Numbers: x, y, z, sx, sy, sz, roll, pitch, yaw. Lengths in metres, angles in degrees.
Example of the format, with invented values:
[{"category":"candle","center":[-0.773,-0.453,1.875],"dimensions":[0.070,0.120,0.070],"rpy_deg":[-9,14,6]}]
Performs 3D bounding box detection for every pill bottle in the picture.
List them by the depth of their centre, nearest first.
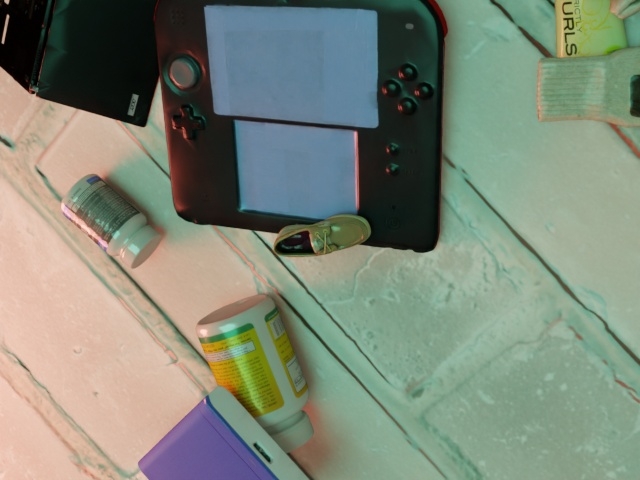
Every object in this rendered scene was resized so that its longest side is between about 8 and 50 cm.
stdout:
[{"category":"pill bottle","center":[-0.085,0.191,1.264],"dimensions":[0.118,0.117,0.208],"rpy_deg":[-18,99,26]},{"category":"pill bottle","center":[-0.302,-0.026,1.307],"dimensions":[0.137,0.078,0.078],"rpy_deg":[40,116,7]}]

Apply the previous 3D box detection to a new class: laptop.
[{"category":"laptop","center":[-0.343,-0.322,1.272],"dimensions":[0.264,0.137,0.234],"rpy_deg":[38,118,36]}]

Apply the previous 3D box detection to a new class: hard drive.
[{"category":"hard drive","center":[-0.141,0.348,1.305],"dimensions":[0.210,0.040,0.318],"rpy_deg":[47,141,3]}]

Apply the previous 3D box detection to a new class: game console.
[{"category":"game console","center":[-0.030,-0.161,1.158],"dimensions":[0.387,0.060,0.341],"rpy_deg":[8,112,20]}]

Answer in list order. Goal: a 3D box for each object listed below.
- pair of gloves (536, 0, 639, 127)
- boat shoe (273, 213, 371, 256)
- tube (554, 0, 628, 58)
[{"category":"pair of gloves","center":[0.344,-0.236,0.968],"dimensions":[0.204,0.042,0.240],"rpy_deg":[4,112,0]},{"category":"boat shoe","center":[0.000,0.000,1.174],"dimensions":[0.135,0.045,0.050],"rpy_deg":[-12,110,28]},{"category":"tube","center":[0.298,-0.270,1.005],"dimensions":[0.070,0.062,0.240],"rpy_deg":[16,122,55]}]
